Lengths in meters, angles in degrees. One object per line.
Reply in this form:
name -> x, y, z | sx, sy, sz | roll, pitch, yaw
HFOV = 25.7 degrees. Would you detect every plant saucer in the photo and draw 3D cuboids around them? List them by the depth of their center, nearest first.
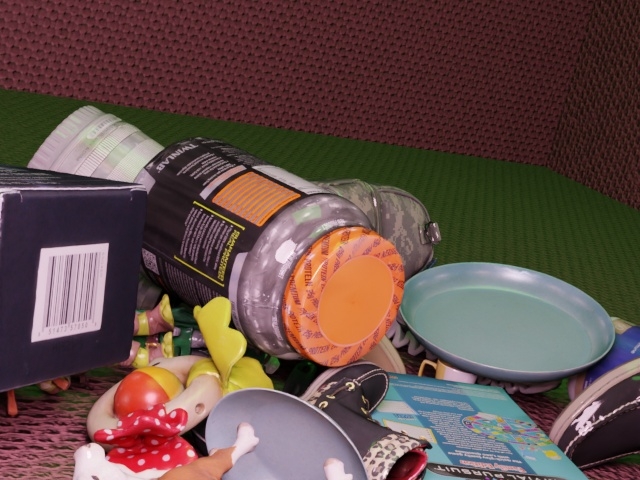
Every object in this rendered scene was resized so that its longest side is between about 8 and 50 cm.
plant saucer -> -0.027, 0.223, 1.438 | 0.195, 0.195, 0.037 | 20, 38, 21
plant saucer -> 0.268, 0.124, 2.049 | 0.318, 0.043, 0.317 | 6, 26, -3

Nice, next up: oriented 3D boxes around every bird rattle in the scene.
bird rattle -> -0.172, 0.193, 1.560 | 0.207, 0.143, 0.253 | -5, 35, 48

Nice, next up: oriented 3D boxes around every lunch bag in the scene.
lunch bag -> 0.000, 0.000, 2.187 | 0.305, 0.212, 0.256 | 2, 9, 37

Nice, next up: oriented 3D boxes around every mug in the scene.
mug -> 0.185, 0.203, 2.003 | 0.062, 0.064, 0.078 | 3, 18, -38

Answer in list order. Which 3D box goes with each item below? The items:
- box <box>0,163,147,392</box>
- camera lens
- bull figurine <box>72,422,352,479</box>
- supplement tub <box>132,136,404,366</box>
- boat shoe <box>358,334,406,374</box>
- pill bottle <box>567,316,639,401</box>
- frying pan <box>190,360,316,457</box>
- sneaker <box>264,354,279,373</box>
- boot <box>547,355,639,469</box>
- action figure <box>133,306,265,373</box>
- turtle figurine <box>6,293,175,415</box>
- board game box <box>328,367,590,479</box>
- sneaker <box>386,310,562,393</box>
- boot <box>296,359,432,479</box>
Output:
box -> -0.437, 0.017, 1.534 | 0.395, 0.212, 0.293 | 8, 6, 21
camera lens -> -0.279, -0.039, 2.032 | 0.274, 0.219, 0.219 | 36, 16, 5
bull figurine -> -0.089, 0.268, 1.354 | 0.310, 0.101, 0.188 | 25, 39, 17
supplement tub -> -0.071, 0.014, 1.697 | 0.207, 0.207, 0.338 | 1, 19, -44
boat shoe -> -0.031, 0.111, 1.955 | 0.341, 0.110, 0.121 | 40, -23, -4
pill bottle -> 0.513, 0.228, 2.067 | 0.265, 0.153, 0.153 | 25, 17, 34
frying pan -> -0.076, 0.215, 1.706 | 0.197, 0.053, 0.326 | 11, 14, -14
sneaker -> -0.117, 0.147, 1.934 | 0.084, 0.069, 0.185 | 45, -9, -19
boot -> 0.520, 0.278, 1.839 | 0.377, 0.138, 0.284 | -19, 49, -14
action figure -> -0.188, 0.136, 1.817 | 0.232, 0.137, 0.063 | 8, 26, 7
turtle figurine -> -0.288, 0.135, 1.713 | 0.217, 0.087, 0.269 | -4, 29, -4
board game box -> 0.164, 0.265, 1.712 | 0.254, 0.079, 0.336 | 10, 15, -19
sneaker -> 0.241, 0.150, 2.168 | 0.292, 0.118, 0.110 | 22, 14, 21
boot -> 0.054, 0.215, 1.559 | 0.179, 0.085, 0.236 | 15, 24, 33
